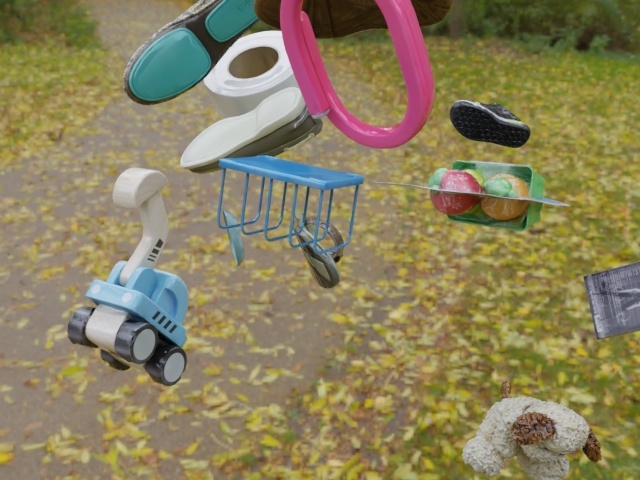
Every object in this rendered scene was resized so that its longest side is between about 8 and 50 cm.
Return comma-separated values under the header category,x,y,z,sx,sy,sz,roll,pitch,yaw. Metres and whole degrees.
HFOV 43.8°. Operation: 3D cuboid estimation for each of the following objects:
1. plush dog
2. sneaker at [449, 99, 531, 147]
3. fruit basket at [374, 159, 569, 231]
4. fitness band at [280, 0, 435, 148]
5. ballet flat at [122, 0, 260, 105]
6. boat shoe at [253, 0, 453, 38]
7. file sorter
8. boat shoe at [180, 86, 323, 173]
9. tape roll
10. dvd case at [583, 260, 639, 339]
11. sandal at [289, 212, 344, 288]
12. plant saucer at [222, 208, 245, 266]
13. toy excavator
category,x,y,z,sx,sy,sz,roll,pitch,yaw
plush dog,0.453,0.392,1.652,0.262,0.210,0.225,14,-16,-27
sneaker,0.393,-0.285,1.891,0.235,0.084,0.097,17,37,-28
fruit basket,0.361,-0.124,1.877,0.353,0.165,0.327,9,1,-44
fitness band,0.051,-0.263,1.141,0.209,0.291,0.054,1,34,39
ballet flat,-0.311,-0.513,2.003,0.483,0.164,0.182,-44,32,-12
boat shoe,0.053,-0.437,1.375,0.342,0.123,0.123,-6,-24,-4
file sorter,-0.045,-0.053,1.123,0.170,0.104,0.118,14,15,26
boat shoe,-0.137,-0.189,1.526,0.305,0.091,0.109,-21,47,29
tape roll,-0.165,-0.435,2.115,0.286,0.100,0.286,-10,46,11
dvd case,0.751,0.134,1.894,0.221,0.164,0.018,-19,-28,30
sandal,-0.001,-0.002,1.629,0.086,0.120,0.303,-22,22,-1
plant saucer,-0.170,-0.008,1.586,0.021,0.119,0.119,-15,23,-10
toy excavator,-0.463,0.092,2.069,0.222,0.433,0.445,10,64,30
